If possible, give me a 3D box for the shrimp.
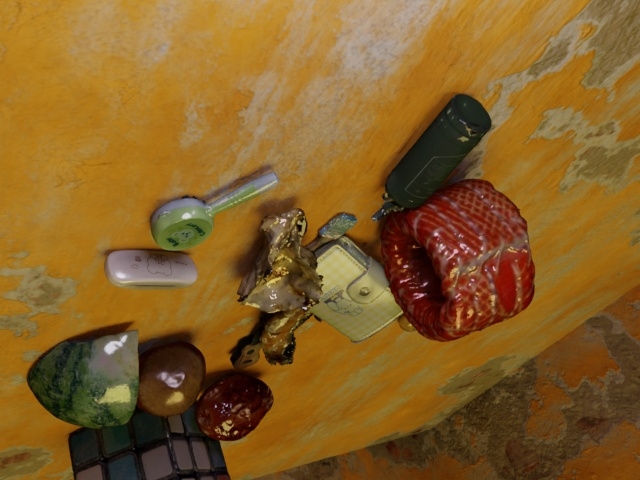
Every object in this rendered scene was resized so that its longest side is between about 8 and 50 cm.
[{"bbox_3d":[-0.061,0.249,1.903,0.233,0.071,0.365,-35,156,-14],"label":"shrimp"}]

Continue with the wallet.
[{"bbox_3d":[0.065,0.128,1.702,0.223,0.077,0.309,-34,130,21],"label":"wallet"}]

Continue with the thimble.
[{"bbox_3d":[0.297,0.043,1.535,0.231,0.350,0.350,-18,153,-16],"label":"thimble"}]

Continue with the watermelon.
[{"bbox_3d":[-0.536,0.317,1.610,0.256,0.176,0.260,31,134,-11],"label":"watermelon"}]

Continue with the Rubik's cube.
[{"bbox_3d":[-0.516,0.716,2.112,0.359,0.362,0.363,-26,158,8],"label":"Rubik's cube"}]

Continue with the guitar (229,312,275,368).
[{"bbox_3d":[-0.184,0.271,1.903,0.084,0.038,0.271,-11,146,-33],"label":"guitar"}]

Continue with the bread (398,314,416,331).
[{"bbox_3d":[0.301,0.272,2.258,0.082,0.056,0.115,-23,153,1],"label":"bread"}]

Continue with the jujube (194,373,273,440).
[{"bbox_3d":[-0.266,0.514,2.120,0.197,0.197,0.290,-37,167,25],"label":"jujube"}]

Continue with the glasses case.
[{"bbox_3d":[-0.333,0.059,1.358,0.194,0.074,0.049,4,146,-41],"label":"glasses case"}]

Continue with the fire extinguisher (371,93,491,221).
[{"bbox_3d":[0.209,-0.148,1.371,0.114,0.095,0.311,-36,169,-43],"label":"fire extinguisher"}]

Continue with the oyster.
[{"bbox_3d":[-0.095,0.058,1.479,0.198,0.133,0.337,-15,150,-11],"label":"oyster"}]

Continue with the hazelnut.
[{"bbox_3d":[-0.388,0.358,1.746,0.210,0.186,0.210,-30,148,-21],"label":"hazelnut"}]

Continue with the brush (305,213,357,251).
[{"bbox_3d":[0.000,0.000,1.574,0.196,0.021,0.070,-36,151,29],"label":"brush"}]

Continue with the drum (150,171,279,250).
[{"bbox_3d":[-0.206,-0.066,1.257,0.253,0.049,0.130,-34,151,20],"label":"drum"}]
